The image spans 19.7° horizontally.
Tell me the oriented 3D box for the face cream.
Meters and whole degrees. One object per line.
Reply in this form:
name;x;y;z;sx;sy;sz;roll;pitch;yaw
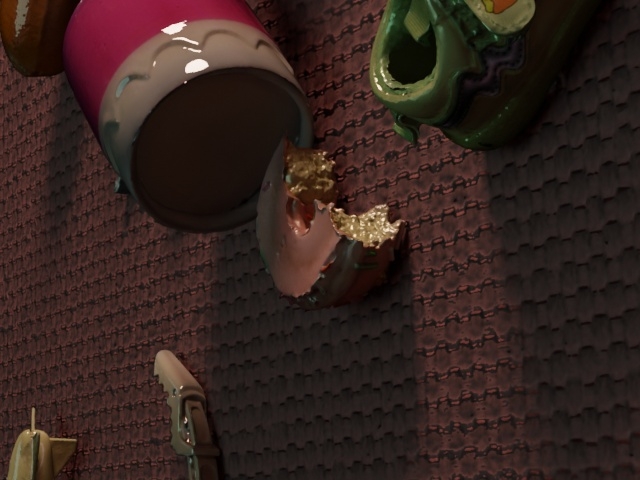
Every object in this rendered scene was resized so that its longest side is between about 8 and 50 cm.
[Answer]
face cream;-0.113;-0.125;1.569;0.195;0.175;0.175;57;134;46

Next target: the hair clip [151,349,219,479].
hair clip;-0.112;0.182;1.680;0.072;0.034;0.226;-52;42;41

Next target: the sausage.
sausage;-0.291;-0.312;1.992;0.105;0.105;0.274;31;114;58

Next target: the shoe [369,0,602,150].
shoe;0.122;-0.170;1.224;0.140;0.128;0.262;49;132;34

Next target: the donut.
donut;0.000;0.000;1.463;0.166;0.065;0.117;58;134;48

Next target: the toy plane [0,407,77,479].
toy plane;-0.317;0.318;1.981;0.242;0.104;0.256;-150;73;-74

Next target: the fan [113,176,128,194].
fan;-0.170;-0.121;1.838;0.193;0.016;0.038;-62;34;35
